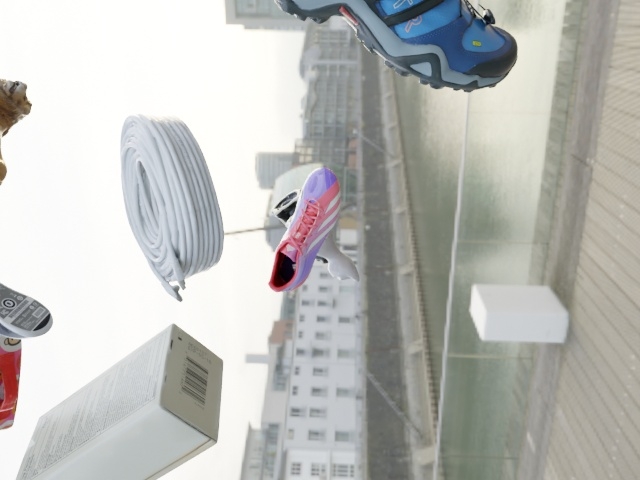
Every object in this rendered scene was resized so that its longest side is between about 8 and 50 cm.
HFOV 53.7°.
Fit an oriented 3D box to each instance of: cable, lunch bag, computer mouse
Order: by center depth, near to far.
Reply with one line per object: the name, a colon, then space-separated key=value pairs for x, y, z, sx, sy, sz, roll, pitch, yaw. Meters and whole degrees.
computer mouse: x=-0.463 y=0.085 z=0.866 sx=0.042 sy=0.192 sz=0.106 roll=-54 pitch=6 yaw=27
cable: x=-0.233 y=-0.066 z=0.968 sx=0.257 sy=0.089 sz=0.257 roll=35 pitch=132 yaw=50
lunch bag: x=-0.743 y=0.282 z=1.399 sx=0.120 sy=0.258 sz=0.293 roll=-10 pitch=-58 yaw=-48

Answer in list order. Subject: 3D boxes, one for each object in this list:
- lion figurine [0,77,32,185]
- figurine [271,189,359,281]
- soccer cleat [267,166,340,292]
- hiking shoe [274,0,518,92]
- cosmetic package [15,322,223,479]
lion figurine: x=-0.856 y=-0.254 z=1.601 sx=0.240 sy=0.142 sz=0.393 roll=31 pitch=-127 yaw=-61
figurine: x=0.000 y=0.000 z=1.472 sx=0.209 sy=0.092 sz=0.215 roll=52 pitch=176 yaw=-24
soccer cleat: x=-0.031 y=-0.014 z=1.166 sx=0.095 sy=0.083 sz=0.248 roll=-29 pitch=-37 yaw=-64
hiking shoe: x=0.078 y=-0.233 z=0.562 sx=0.132 sy=0.303 sz=0.113 roll=-53 pitch=34 yaw=34
cosmetic package: x=-0.292 y=0.275 z=0.920 sx=0.113 sy=0.309 sz=0.160 roll=44 pitch=-157 yaw=-29
